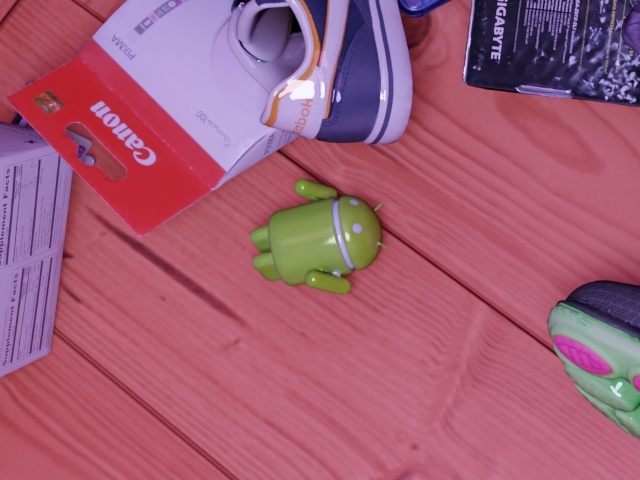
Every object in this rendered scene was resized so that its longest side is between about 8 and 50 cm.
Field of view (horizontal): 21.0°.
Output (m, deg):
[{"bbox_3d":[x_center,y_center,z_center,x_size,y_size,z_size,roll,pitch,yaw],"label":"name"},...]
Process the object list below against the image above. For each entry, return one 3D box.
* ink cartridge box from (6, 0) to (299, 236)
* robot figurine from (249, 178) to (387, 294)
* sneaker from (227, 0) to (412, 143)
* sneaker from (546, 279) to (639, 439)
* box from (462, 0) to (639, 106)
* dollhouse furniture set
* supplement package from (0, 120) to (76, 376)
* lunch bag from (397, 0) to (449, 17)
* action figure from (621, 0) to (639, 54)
[{"bbox_3d":[-0.119,-0.132,1.475,0.232,0.066,0.189,-32,66,-33],"label":"ink cartridge box"},{"bbox_3d":[0.000,0.000,1.461,0.115,0.067,0.101,-13,62,13],"label":"robot figurine"},{"bbox_3d":[-0.013,-0.228,1.449,0.127,0.126,0.321,0,58,-17],"label":"sneaker"},{"bbox_3d":[0.413,0.080,1.291,0.482,0.185,0.202,4,61,14],"label":"sneaker"},{"bbox_3d":[0.263,-0.267,1.394,0.257,0.079,0.322,8,98,16],"label":"box"},{"bbox_3d":[-0.261,-0.069,1.584,0.081,0.091,0.114,28,113,-19],"label":"dollhouse furniture set"},{"bbox_3d":[-0.369,-0.011,1.493,0.262,0.145,0.204,14,106,18],"label":"supplement package"},{"bbox_3d":[0.094,-0.236,1.491,0.098,0.065,0.067,-31,87,6],"label":"lunch bag"},{"bbox_3d":[0.334,-0.252,1.273,0.185,0.099,0.285,22,112,-3],"label":"action figure"}]
